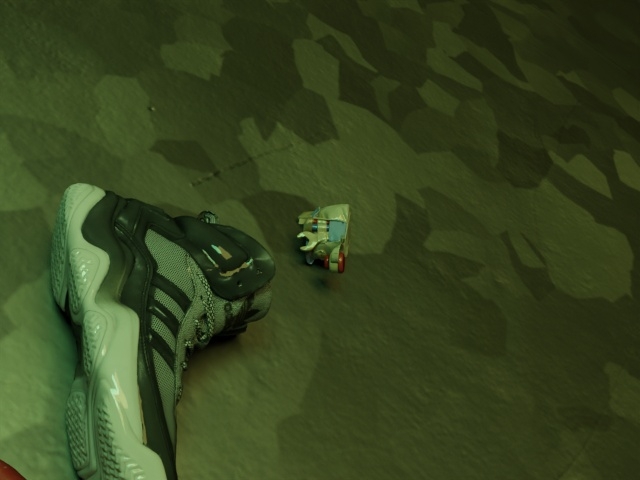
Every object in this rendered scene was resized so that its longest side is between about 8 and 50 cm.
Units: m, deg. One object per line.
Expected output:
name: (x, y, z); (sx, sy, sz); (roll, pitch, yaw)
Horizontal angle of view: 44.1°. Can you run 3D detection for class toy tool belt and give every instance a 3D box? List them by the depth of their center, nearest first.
toy tool belt: (0.000, 0.000, 0.734); (0.051, 0.052, 0.083); (1, 40, 9)

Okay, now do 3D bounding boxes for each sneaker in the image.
sneaker: (-0.098, 0.068, 0.555); (0.153, 0.101, 0.268); (1, 49, -29)

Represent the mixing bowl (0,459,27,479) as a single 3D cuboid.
mixing bowl: (-0.206, 0.170, 0.395); (0.182, 0.098, 0.181); (18, 44, -18)
